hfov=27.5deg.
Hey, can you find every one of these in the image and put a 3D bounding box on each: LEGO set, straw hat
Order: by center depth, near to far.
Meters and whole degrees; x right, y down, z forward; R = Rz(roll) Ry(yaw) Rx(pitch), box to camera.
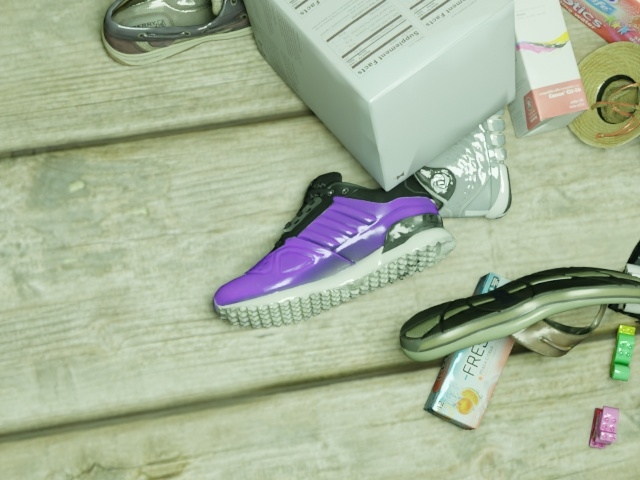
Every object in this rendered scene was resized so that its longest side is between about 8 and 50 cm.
[{"bbox_3d":[0.389,0.148,1.551,0.087,0.093,0.227,10,92,2],"label":"LEGO set"},{"bbox_3d":[0.376,-0.170,1.630,0.061,0.144,0.144,26,77,-44],"label":"straw hat"}]

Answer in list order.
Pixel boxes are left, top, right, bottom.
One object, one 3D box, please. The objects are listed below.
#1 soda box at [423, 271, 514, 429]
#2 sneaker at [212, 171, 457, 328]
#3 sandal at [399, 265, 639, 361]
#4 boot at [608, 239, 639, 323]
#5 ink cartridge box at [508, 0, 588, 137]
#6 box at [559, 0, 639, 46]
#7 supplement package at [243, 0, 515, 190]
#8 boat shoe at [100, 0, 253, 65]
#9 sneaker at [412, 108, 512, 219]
[{"bbox_3d":[0.190,0.134,1.574,0.063,0.058,0.183,25,80,-3],"label":"soda box"},{"bbox_3d":[0.000,0.000,1.556,0.293,0.102,0.146,-20,73,-6],"label":"sneaker"},{"bbox_3d":[0.241,0.096,1.509,0.303,0.120,0.086,-16,102,-2],"label":"sandal"},{"bbox_3d":[0.422,0.059,1.617,0.099,0.045,0.121,26,88,0],"label":"boot"},{"bbox_3d":[0.258,-0.236,1.600,0.067,0.115,0.198,-14,85,-7],"label":"ink cartridge box"},{"bbox_3d":[0.363,-0.357,1.609,0.300,0.154,0.142,38,80,-1],"label":"box"},{"bbox_3d":[0.064,-0.242,1.494,0.198,0.199,0.262,-36,64,-10],"label":"supplement package"},{"bbox_3d":[-0.129,-0.295,1.575,0.285,0.092,0.102,-22,86,-9],"label":"boat shoe"},{"bbox_3d":[0.154,-0.134,1.593,0.132,0.086,0.228,-6,84,-5],"label":"sneaker"}]
